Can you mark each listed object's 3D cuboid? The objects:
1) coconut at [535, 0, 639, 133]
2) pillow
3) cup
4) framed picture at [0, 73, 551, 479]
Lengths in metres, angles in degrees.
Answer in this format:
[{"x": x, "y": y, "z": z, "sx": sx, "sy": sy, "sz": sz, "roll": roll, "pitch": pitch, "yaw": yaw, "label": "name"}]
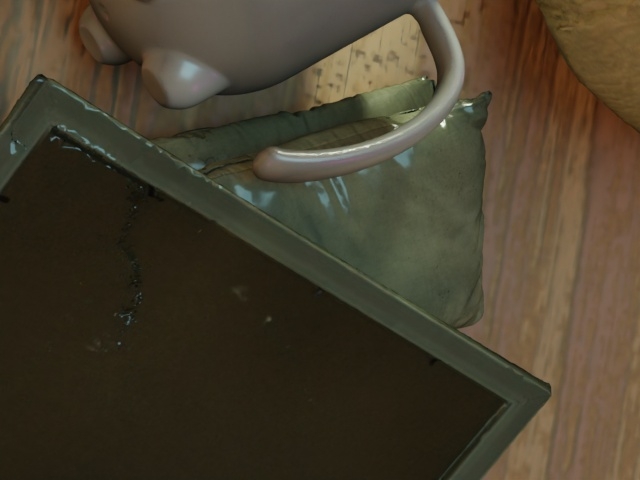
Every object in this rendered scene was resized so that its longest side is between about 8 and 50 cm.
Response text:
[{"x": 0.275, "y": -0.189, "z": 0.841, "sx": 0.346, "sy": 0.360, "sz": 0.346, "roll": -1, "pitch": 91, "yaw": -28, "label": "coconut"}, {"x": 0.000, "y": 0.000, "z": 0.864, "sx": 0.181, "sy": 0.078, "sz": 0.134, "roll": -17, "pitch": 111, "yaw": -25, "label": "pillow"}, {"x": -0.030, "y": -0.116, "z": 0.812, "sx": 0.142, "sy": 0.134, "sz": 0.173, "roll": -33, "pitch": 116, "yaw": -21, "label": "cup"}, {"x": -0.071, "y": 0.086, "z": 0.817, "sx": 0.293, "sy": 0.018, "sz": 0.231, "roll": 32, "pitch": 104, "yaw": -27, "label": "framed picture"}]
